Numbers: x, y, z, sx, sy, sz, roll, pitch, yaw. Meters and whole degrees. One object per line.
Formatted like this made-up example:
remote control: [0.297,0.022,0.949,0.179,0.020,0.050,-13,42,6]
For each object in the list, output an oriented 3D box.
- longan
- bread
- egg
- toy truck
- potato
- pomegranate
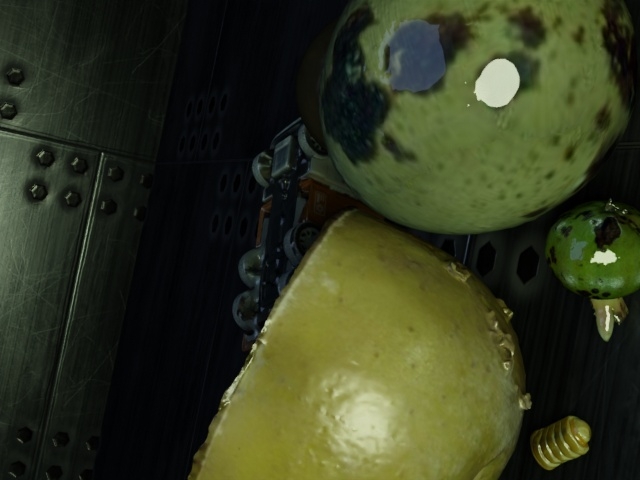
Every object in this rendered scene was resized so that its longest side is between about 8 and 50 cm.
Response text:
longan: [0.082,-0.224,1.590,0.258,0.258,0.258,-41,43,54]
bread: [0.271,0.229,1.213,0.088,0.033,0.049,-41,49,53]
egg: [0.169,-0.178,1.248,0.428,0.345,0.345,151,127,-64]
toy truck: [0.000,0.000,1.721,0.173,0.207,0.388,-26,51,51]
potato: [0.071,0.216,1.307,0.442,0.319,0.385,-59,-13,-10]
pomegranate: [0.305,0.028,1.151,0.122,0.122,0.161,-143,39,-64]
